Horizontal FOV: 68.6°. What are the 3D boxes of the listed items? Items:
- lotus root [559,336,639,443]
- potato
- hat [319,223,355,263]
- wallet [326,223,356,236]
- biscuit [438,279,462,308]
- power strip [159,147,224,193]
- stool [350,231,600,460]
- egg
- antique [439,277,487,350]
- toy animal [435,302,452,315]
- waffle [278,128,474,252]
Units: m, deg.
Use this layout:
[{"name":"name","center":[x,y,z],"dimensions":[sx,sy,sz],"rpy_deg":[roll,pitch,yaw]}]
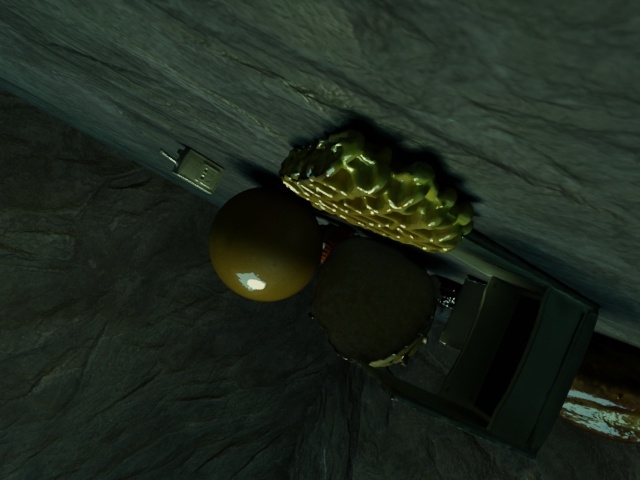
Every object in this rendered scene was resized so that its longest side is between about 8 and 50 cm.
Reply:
[{"name":"lotus root","center":[0.539,0.274,0.935],"dimensions":[0.290,0.193,0.193],"rpy_deg":[11,166,40]},{"name":"potato","center":[0.141,0.165,1.068],"dimensions":[0.301,0.288,0.237],"rpy_deg":[42,168,34]},{"name":"hat","center":[0.000,0.000,1.162],"dimensions":[0.162,0.112,0.093],"rpy_deg":[25,170,31]},{"name":"wallet","center":[0.088,0.048,1.346],"dimensions":[0.172,0.045,0.318],"rpy_deg":[22,165,7]},{"name":"biscuit","center":[0.357,0.152,1.213],"dimensions":[0.194,0.053,0.194],"rpy_deg":[26,174,3]},{"name":"power strip","center":[-0.318,-0.181,1.154],"dimensions":[0.175,0.075,0.042],"rpy_deg":[30,176,-39]},{"name":"stool","center":[0.230,0.147,0.718],"dimensions":[0.269,0.244,0.170],"rpy_deg":[28,175,-16]},{"name":"egg","center":[-0.125,0.004,1.058],"dimensions":[0.250,0.250,0.322],"rpy_deg":[28,-179,-19]},{"name":"antique","center":[0.347,0.178,0.984],"dimensions":[0.146,0.152,0.148],"rpy_deg":[23,171,24]},{"name":"toy animal","center":[0.369,0.231,1.622],"dimensions":[0.209,0.117,0.121],"rpy_deg":[29,169,1]},{"name":"waffle","center":[0.052,-0.057,0.591],"dimensions":[0.283,0.065,0.309],"rpy_deg":[24,173,25]}]
